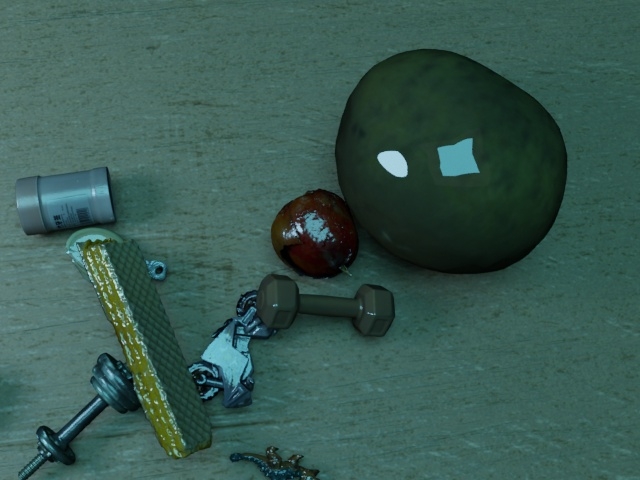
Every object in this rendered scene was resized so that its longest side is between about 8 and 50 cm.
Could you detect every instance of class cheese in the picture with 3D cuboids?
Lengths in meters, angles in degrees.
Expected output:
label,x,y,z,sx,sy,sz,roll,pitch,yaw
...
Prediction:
label,x,y,z,sx,sy,sz,roll,pitch,yaw
cheese,-0.349,0.039,1.449,0.171,0.047,0.092,31,74,4

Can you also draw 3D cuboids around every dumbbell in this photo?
label,x,y,z,sx,sy,sz,roll,pitch,yaw
dumbbell,0.009,0.108,1.415,0.230,0.092,0.082,8,35,-21
dumbbell,-0.374,0.282,1.350,0.110,0.110,0.254,44,80,8

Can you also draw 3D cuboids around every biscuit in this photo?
label,x,y,z,sx,sy,sz,roll,pitch,yaw
biscuit,-0.272,0.160,1.353,0.054,0.094,0.379,-30,77,24

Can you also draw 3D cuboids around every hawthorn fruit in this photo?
label,x,y,z,sx,sy,sz,roll,pitch,yaw
hawthorn fruit,0.000,0.000,1.441,0.148,0.148,0.172,-35,72,-14

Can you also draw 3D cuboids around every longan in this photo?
label,x,y,z,sx,sy,sz,roll,pitch,yaw
longan,0.208,-0.128,1.403,0.404,0.336,0.404,12,44,-12

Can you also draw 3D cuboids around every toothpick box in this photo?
label,x,y,z,sx,sy,sz,roll,pitch,yaw
toothpick box,-0.427,-0.067,1.446,0.148,0.098,0.098,-9,75,-9

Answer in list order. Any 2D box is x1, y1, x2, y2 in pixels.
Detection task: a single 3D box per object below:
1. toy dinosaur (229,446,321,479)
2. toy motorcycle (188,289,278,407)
label,x,y,z,sx,sy,sz,roll,pitch,yaw
toy dinosaur,-0.071,0.362,1.380,0.154,0.049,0.055,15,76,-6
toy motorcycle,-0.129,0.185,1.412,0.122,0.080,0.215,35,71,6
